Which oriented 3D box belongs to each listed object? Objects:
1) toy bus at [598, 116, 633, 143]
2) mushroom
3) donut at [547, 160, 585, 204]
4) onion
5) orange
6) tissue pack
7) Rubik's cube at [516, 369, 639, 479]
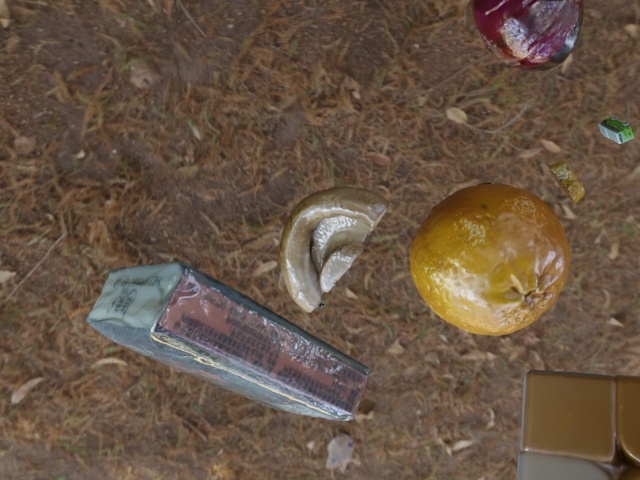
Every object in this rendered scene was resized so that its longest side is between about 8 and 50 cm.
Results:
[{"bbox_3d":[0.595,-0.223,1.131,0.037,0.083,0.031,-29,114,10],"label":"toy bus"},{"bbox_3d":[0.000,0.000,1.070,0.151,0.156,0.285,33,116,-3],"label":"mushroom"},{"bbox_3d":[0.577,-0.138,1.308,0.043,0.108,0.097,-32,155,20],"label":"donut"},{"bbox_3d":[0.355,-0.397,0.913,0.140,0.195,0.218,17,143,-32],"label":"onion"},{"bbox_3d":[0.371,0.046,1.214,0.341,0.293,0.340,-12,125,-18],"label":"orange"},{"bbox_3d":[-0.120,0.140,0.741,0.316,0.228,0.103,35,63,-33],"label":"tissue pack"},{"bbox_3d":[0.455,0.398,0.734,0.344,0.346,0.346,-1,146,30],"label":"Rubik's cube"}]
